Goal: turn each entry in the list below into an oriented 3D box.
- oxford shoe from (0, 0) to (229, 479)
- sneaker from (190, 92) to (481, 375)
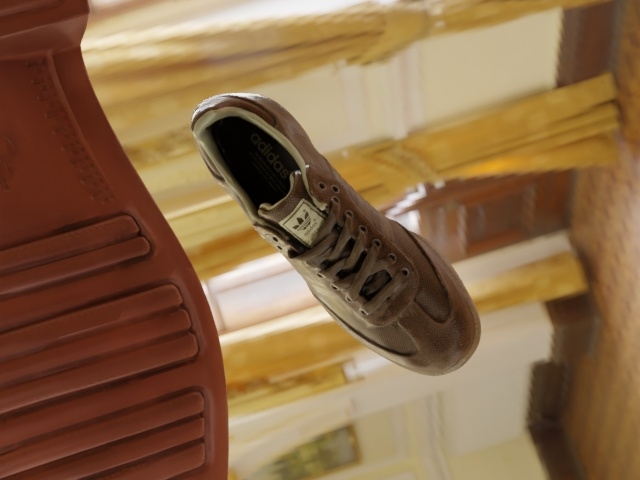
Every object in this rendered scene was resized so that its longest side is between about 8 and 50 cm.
[{"bbox_3d":[-0.138,0.017,0.539,0.146,0.140,0.397,-15,85,60],"label":"oxford shoe"},{"bbox_3d":[0.000,0.000,0.688,0.188,0.066,0.071,45,-165,12],"label":"sneaker"}]
